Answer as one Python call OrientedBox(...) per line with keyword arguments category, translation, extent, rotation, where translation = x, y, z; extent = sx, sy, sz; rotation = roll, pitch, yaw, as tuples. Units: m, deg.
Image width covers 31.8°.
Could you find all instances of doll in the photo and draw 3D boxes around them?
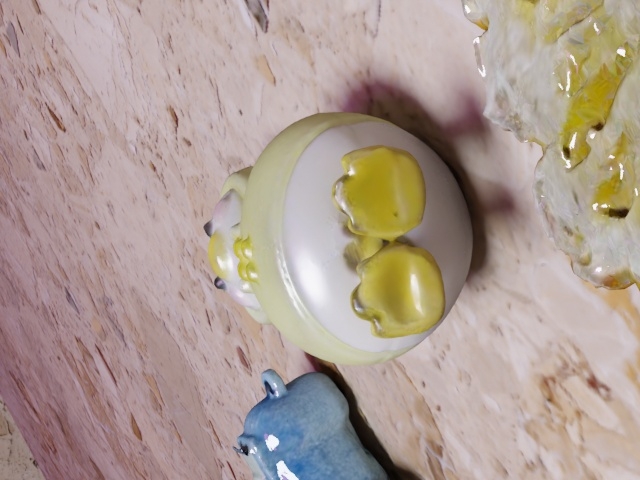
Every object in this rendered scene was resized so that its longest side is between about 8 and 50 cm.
OrientedBox(category="doll", translation=(-0.011, 0.004, 0.664), extent=(0.296, 0.117, 0.141), rotation=(-9, 98, 62))

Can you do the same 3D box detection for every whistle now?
OrientedBox(category="whistle", translation=(0.022, 0.214, 0.861), extent=(0.269, 0.093, 0.180), rotation=(60, 155, -12))

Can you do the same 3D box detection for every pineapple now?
OrientedBox(category="pineapple", translation=(0.133, -0.050, 0.366), extent=(0.236, 0.114, 0.186), rotation=(53, 153, 22))
